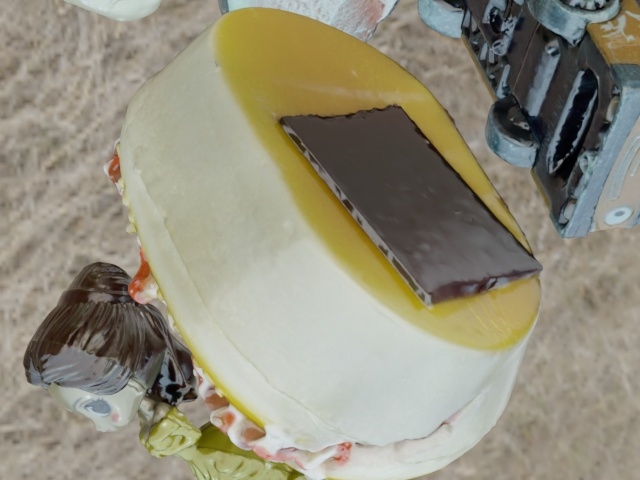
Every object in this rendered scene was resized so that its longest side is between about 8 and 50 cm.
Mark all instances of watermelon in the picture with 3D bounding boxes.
[{"bbox_3d":[-0.018,-0.315,1.744,0.213,0.320,0.289,-2,155,19],"label":"watermelon"}]

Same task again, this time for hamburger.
[{"bbox_3d":[0.000,0.000,0.903,0.227,0.295,0.151,2,135,-38],"label":"hamburger"}]

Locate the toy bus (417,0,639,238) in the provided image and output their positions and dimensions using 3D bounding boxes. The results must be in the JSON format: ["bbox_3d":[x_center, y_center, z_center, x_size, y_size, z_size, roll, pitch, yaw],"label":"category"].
[{"bbox_3d":[0.205,-0.168,1.135,0.194,0.323,0.162,-6,139,-19],"label":"toy bus"}]

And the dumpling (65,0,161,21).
[{"bbox_3d":[-0.221,-0.308,1.664,0.162,0.250,0.132,-32,131,-34],"label":"dumpling"}]

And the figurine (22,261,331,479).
[{"bbox_3d":[-0.115,0.161,1.339,0.315,0.187,0.168,33,96,-19],"label":"figurine"}]
